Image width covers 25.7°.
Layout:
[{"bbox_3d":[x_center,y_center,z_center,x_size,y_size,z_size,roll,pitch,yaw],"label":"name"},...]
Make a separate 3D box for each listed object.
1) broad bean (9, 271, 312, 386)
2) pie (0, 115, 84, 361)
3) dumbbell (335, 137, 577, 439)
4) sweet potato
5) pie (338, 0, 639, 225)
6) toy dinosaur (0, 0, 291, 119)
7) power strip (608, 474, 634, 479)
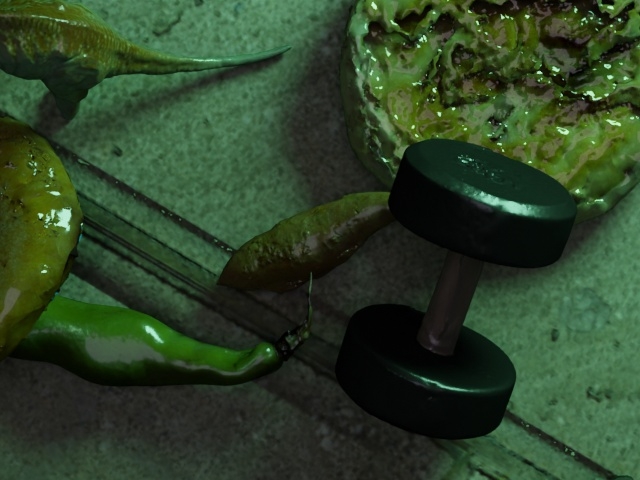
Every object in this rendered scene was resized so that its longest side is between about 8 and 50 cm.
[{"bbox_3d":[-0.162,0.085,1.261,0.318,0.056,0.098,-3,88,4],"label":"broad bean"},{"bbox_3d":[-0.335,0.011,1.248,0.273,0.069,0.273,-6,68,16],"label":"pie"},{"bbox_3d":[0.111,0.040,1.175,0.152,0.152,0.218,18,111,3],"label":"dumbbell"},{"bbox_3d":[0.000,0.000,1.256,0.206,0.060,0.068,-26,118,18],"label":"sweet potato"},{"bbox_3d":[0.173,-0.162,1.253,0.339,0.077,0.339,0,87,2],"label":"pie"},{"bbox_3d":[-0.216,-0.163,1.227,0.393,0.205,0.092,9,81,-16],"label":"toy dinosaur"},{"bbox_3d":[0.217,0.348,1.170,0.257,0.092,0.251,-15,82,-32],"label":"power strip"}]
